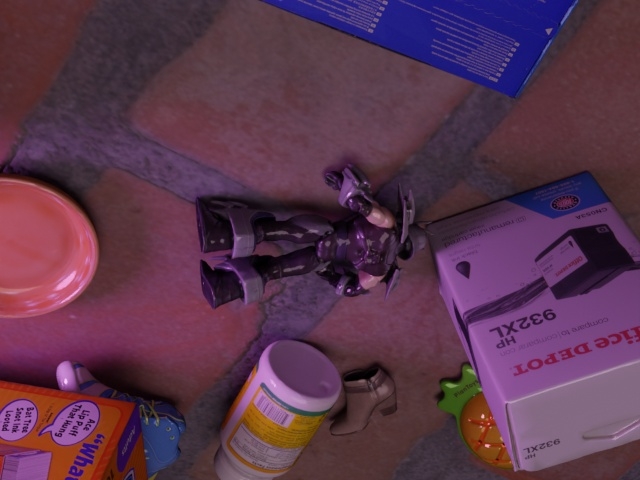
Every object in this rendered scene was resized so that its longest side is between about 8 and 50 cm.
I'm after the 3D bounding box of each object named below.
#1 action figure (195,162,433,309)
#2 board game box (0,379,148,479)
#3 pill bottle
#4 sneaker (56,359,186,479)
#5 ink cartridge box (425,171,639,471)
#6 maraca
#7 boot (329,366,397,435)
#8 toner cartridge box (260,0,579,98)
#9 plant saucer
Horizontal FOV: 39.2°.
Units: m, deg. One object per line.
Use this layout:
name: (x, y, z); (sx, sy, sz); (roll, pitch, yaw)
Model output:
action figure: (0.000, 0.000, 1.062); (0.285, 0.099, 0.185); (-5, 121, -13)
board game box: (-0.426, 0.410, 1.056); (0.356, 0.356, 0.356); (8, 127, 7)
pill bottle: (-0.066, 0.244, 1.216); (0.118, 0.117, 0.208); (16, 121, -23)
sneaker: (-0.257, 0.230, 1.201); (0.126, 0.091, 0.240); (-27, 129, -14)
ink cartridge box: (0.274, 0.082, 1.041); (0.223, 0.307, 0.129); (-18, 129, 2)
maraca: (0.254, 0.258, 1.311); (0.127, 0.099, 0.185); (-41, 98, 17)
boot: (0.052, 0.225, 1.280); (0.118, 0.042, 0.087); (-25, 122, 6)
toner cartridge box: (0.082, -0.275, 0.877); (0.348, 0.075, 0.165); (16, 123, -22)
plant saucer: (-0.353, 0.004, 1.024); (0.200, 0.037, 0.200); (-6, 128, -8)
